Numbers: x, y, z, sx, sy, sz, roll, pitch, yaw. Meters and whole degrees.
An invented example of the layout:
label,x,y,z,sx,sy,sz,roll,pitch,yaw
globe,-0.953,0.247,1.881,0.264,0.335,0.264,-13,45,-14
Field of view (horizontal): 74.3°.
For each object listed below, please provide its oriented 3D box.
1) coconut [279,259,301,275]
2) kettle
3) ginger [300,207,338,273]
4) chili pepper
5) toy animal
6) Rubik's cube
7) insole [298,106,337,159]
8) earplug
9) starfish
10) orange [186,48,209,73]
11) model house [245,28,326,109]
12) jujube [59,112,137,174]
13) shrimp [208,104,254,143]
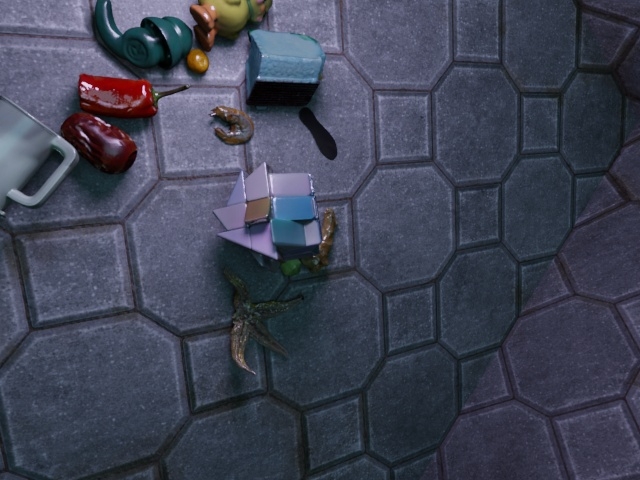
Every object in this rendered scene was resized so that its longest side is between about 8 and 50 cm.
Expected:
label,x,y,z,sx,sy,sz,roll,pitch,yaw
coconut,-0.122,0.109,1.773,0.087,0.088,0.096,-37,82,-17
kettle,-0.932,-0.231,1.245,0.318,0.265,0.205,-55,156,-12
ginger,0.000,0.000,1.824,0.131,0.086,0.295,19,80,-18
chili pepper,-0.617,-0.475,1.420,0.338,0.134,0.131,-2,111,-22
toy animal,-0.321,-0.841,1.489,0.338,0.216,0.191,-42,86,-18
Rubik's cube,-0.177,-0.084,1.589,0.367,0.358,0.388,-12,75,11
insole,-0.006,-0.454,1.796,0.086,0.005,0.253,-44,114,-15
earplug,-0.577,-0.691,1.427,0.280,0.164,0.257,-31,73,-31
starfish,-0.252,0.332,1.718,0.383,0.132,0.399,12,78,-34
orange,-0.442,-0.643,1.520,0.083,0.070,0.083,-22,122,-42
model house,-0.145,-0.628,1.620,0.280,0.230,0.249,-5,140,-23
jujube,-0.723,-0.319,1.385,0.230,0.155,0.155,40,79,-20
shrimp,-0.341,-0.439,1.608,0.187,0.051,0.133,20,88,-30
